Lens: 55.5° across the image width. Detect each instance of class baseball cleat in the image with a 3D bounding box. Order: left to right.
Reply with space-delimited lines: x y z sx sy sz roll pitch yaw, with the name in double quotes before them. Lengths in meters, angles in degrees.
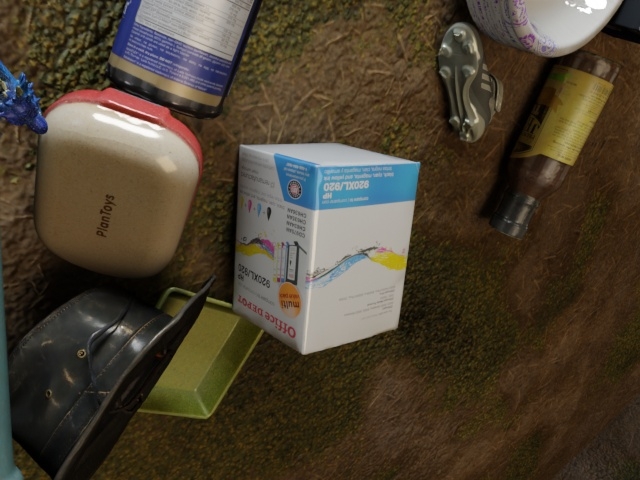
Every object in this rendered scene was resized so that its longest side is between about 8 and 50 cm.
"baseball cleat" 0.235 -0.255 0.944 0.109 0.072 0.205 -45 143 -28

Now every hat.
"hat" -0.251 0.144 0.642 0.134 0.331 0.331 34 93 -4

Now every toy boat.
"toy boat" -0.205 -0.070 0.638 0.151 0.151 0.231 19 134 -13

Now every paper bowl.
"paper bowl" 0.307 -0.408 0.835 0.284 0.148 0.284 -21 129 -30

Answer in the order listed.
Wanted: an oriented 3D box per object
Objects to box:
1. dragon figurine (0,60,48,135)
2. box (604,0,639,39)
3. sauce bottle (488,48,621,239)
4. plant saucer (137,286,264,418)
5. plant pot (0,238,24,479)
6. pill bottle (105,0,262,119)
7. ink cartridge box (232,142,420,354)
"dragon figurine" -0.306 -0.198 0.459 0.085 0.144 0.289 -32 133 -21
"box" 0.523 -0.387 1.003 0.261 0.184 0.103 -1 116 -39
"sauce bottle" 0.412 -0.168 1.103 0.112 0.111 0.344 9 109 -43
"plant saucer" -0.190 0.154 0.854 0.188 0.045 0.188 25 99 -46
"plant pot" -0.373 0.096 0.419 0.341 0.341 0.333 4 80 -42
"pill bottle" -0.121 -0.241 0.601 0.123 0.123 0.219 10 109 -43
"ink cartridge box" 0.000 0.000 0.796 0.168 0.171 0.232 -8 110 -38
